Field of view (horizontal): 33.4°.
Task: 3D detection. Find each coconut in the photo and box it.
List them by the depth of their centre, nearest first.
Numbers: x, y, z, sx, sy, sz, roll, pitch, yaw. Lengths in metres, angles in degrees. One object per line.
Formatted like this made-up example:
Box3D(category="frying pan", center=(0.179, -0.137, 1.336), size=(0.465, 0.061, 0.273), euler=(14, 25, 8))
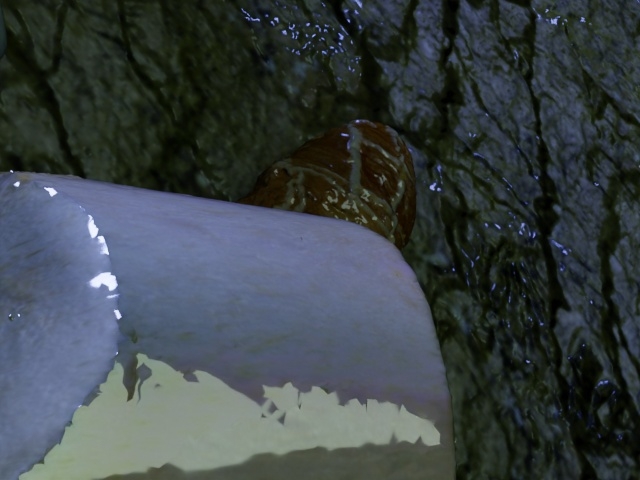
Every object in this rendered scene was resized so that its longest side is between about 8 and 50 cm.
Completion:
Box3D(category="coconut", center=(-0.057, 0.095, 0.434), size=(0.244, 0.239, 0.239), euler=(8, 65, -23))

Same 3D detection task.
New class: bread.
Box3D(category="bread", center=(0.000, 0.000, 0.611), size=(0.105, 0.076, 0.233), euler=(40, 52, -13))

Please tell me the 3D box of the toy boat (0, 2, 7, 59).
Box3D(category="toy boat", center=(-0.214, -0.127, 0.403), size=(0.330, 0.123, 0.215), euler=(65, 34, -53))
